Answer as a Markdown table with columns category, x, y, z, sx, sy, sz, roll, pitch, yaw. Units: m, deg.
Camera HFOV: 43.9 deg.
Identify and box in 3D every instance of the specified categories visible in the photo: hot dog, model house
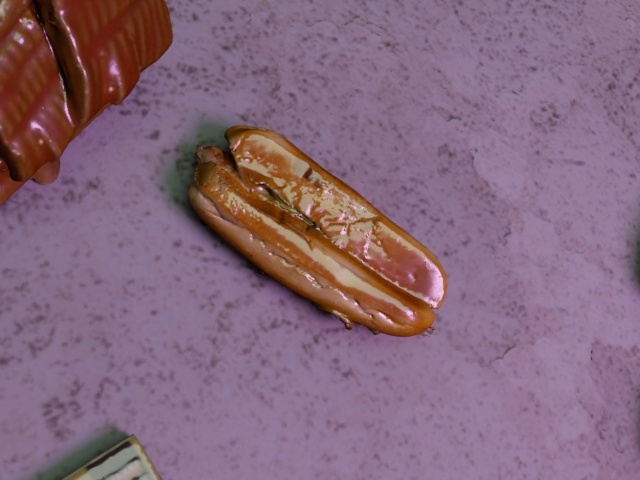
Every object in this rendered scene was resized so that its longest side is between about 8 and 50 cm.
| category | x | y | z | sx | sy | sz | roll | pitch | yaw |
| --- | --- | --- | --- | --- | --- | --- | --- | --- | --- |
| hot dog | 0.000 | 0.000 | 0.691 | 0.269 | 0.072 | 0.109 | 38 | 67 | -6 |
| model house | -0.220 | -0.174 | 0.573 | 0.219 | 0.229 | 0.199 | 46 | 59 | -2 |

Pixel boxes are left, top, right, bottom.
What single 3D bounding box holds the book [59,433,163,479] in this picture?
| category | x | y | z | sx | sy | sz | roll | pitch | yaw |
| --- | --- | --- | --- | --- | --- | --- | --- | --- | --- |
| book | -0.143 | 0.351 | 0.557 | 0.239 | 0.035 | 0.352 | -31 | 88 | -23 |
